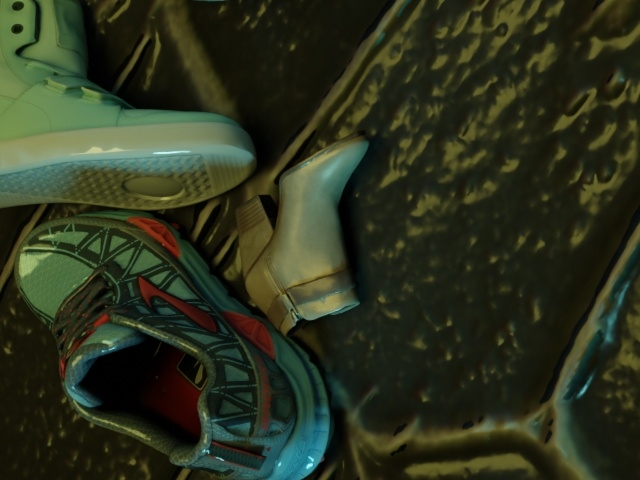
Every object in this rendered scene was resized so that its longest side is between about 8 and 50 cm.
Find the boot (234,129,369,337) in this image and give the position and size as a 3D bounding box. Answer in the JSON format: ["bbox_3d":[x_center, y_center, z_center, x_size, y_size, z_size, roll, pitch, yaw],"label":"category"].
[{"bbox_3d":[0.000,0.000,1.066,0.118,0.042,0.087,-34,76,36],"label":"boot"}]

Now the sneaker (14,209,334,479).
[{"bbox_3d":[-0.113,0.055,1.100,0.262,0.125,0.104,32,108,35],"label":"sneaker"}]

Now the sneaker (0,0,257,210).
[{"bbox_3d":[-0.151,-0.101,1.156,0.256,0.094,0.151,0,69,25],"label":"sneaker"}]
